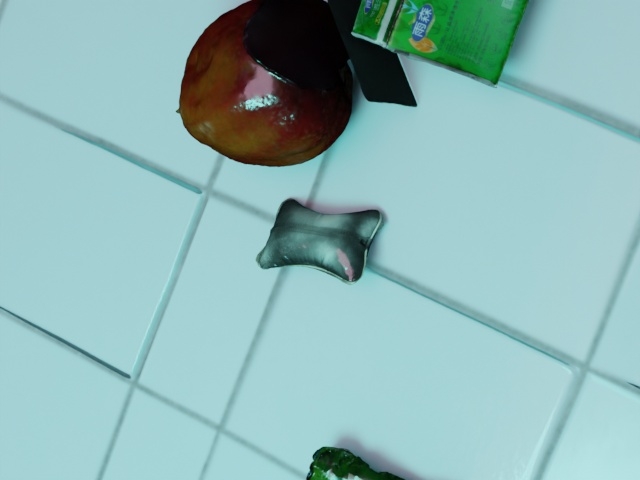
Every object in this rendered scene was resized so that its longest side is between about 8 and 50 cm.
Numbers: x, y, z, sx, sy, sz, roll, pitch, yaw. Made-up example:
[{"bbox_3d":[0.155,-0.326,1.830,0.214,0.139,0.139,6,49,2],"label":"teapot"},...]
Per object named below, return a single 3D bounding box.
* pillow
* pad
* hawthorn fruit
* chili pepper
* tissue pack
[{"bbox_3d":[-0.001,-0.001,1.795,0.136,0.055,0.091,12,91,24],"label":"pillow"},{"bbox_3d":[0.046,-0.235,1.748,0.004,0.116,0.193,-28,77,30],"label":"pad"},{"bbox_3d":[-0.076,-0.167,1.768,0.251,0.189,0.189,-17,81,33],"label":"hawthorn fruit"},{"bbox_3d":[0.085,0.299,1.742,0.224,0.061,0.098,23,112,21],"label":"chili pepper"},{"bbox_3d":[0.134,-0.293,1.701,0.156,0.148,0.209,35,108,63],"label":"tissue pack"}]
